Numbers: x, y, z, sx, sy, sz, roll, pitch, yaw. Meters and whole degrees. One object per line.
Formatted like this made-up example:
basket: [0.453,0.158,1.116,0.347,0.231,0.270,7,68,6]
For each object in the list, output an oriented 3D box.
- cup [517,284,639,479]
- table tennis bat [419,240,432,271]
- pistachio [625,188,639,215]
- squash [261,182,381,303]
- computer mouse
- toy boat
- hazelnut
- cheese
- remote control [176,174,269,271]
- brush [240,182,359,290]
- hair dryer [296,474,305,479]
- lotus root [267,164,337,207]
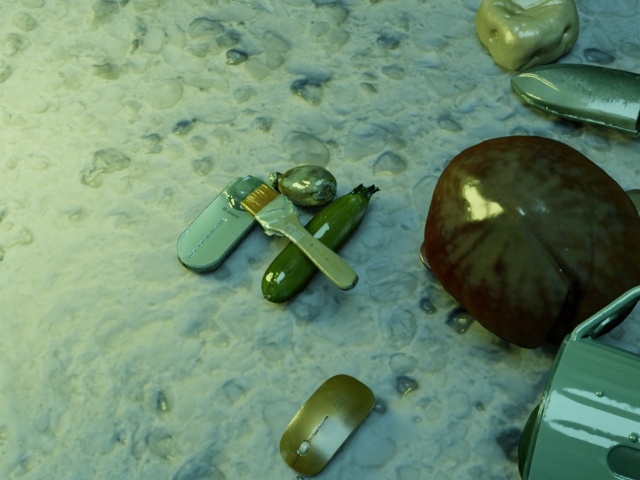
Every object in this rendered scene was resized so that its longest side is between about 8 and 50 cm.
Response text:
cup: [0.507,0.291,1.269,0.392,0.401,0.310,13,25,23]
table tennis bat: [0.262,0.004,1.723,0.098,0.019,0.155,30,67,21]
pistachio: [0.589,-0.021,1.658,0.185,0.124,0.124,-43,64,-11]
squash: [-0.001,-0.001,1.704,0.087,0.087,0.331,34,69,23]
computer mouse: [0.012,0.321,1.524,0.102,0.045,0.199,33,65,25]
toy boat: [0.563,-0.314,1.861,0.319,0.092,0.141,18,61,24]
hazelnut: [0.370,0.004,1.530,0.359,0.359,0.409,-33,56,-16]
cheese: [0.467,-0.489,1.962,0.235,0.117,0.218,7,60,13]
remote control: [-0.193,-0.035,1.763,0.104,0.052,0.247,32,65,21]
brush: [-0.038,-0.008,1.655,0.085,0.020,0.336,-38,52,-14]
hair dryer: [0.026,0.457,1.440,0.197,0.057,0.100,31,64,31]
lotus root: [-0.033,-0.111,1.777,0.165,0.088,0.088,9,56,34]
